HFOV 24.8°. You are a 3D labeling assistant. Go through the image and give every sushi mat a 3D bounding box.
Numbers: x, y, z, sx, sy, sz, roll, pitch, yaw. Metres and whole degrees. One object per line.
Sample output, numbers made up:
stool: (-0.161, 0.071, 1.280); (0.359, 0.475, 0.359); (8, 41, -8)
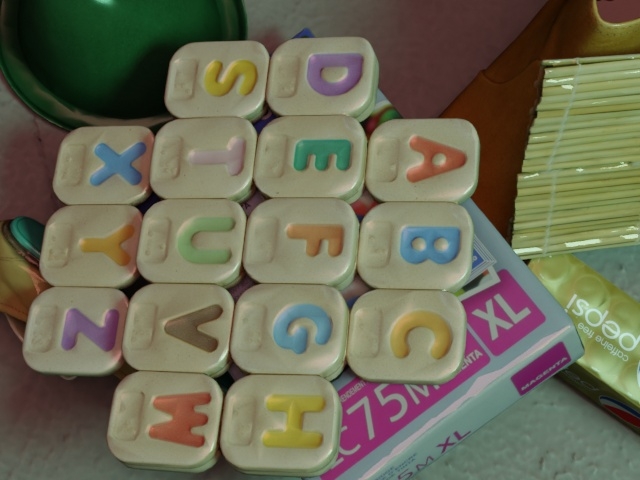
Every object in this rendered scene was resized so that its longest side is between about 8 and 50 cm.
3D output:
sushi mat: (0.272, -0.062, 0.932); (0.317, 0.151, 0.019); (-6, 43, -14)

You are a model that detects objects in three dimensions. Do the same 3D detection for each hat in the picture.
hat: (-0.148, -0.176, 0.954); (0.209, 0.183, 0.173); (13, 77, -2)

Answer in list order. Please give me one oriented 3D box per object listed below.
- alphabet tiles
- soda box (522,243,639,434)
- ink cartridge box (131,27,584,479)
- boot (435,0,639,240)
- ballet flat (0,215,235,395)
alphabet tiles: (-0.045, 0.002, 0.893); (0.278, 0.021, 0.284); (1, 68, 14)
soda box: (0.199, 0.076, 0.983); (0.181, 0.058, 0.061); (35, 77, -4)
ink cartridge box: (-0.002, 0.003, 0.928); (0.186, 0.065, 0.311); (-36, 61, -1)
boot: (0.149, -0.100, 0.951); (0.104, 0.211, 0.295); (38, 77, 5)
ballet flat: (-0.131, 0.073, 0.967); (0.232, 0.080, 0.073); (36, 104, 6)
